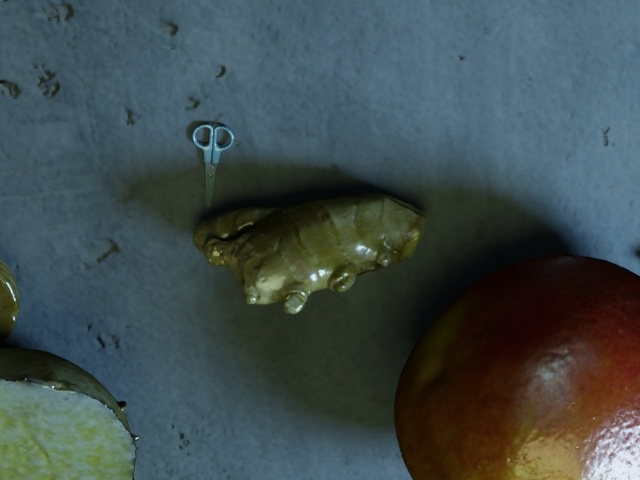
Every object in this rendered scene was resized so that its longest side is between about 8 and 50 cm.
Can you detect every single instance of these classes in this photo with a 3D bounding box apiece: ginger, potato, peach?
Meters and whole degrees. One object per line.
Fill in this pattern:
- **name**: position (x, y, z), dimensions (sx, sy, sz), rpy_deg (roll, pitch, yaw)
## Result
- **ginger**: position (-0.005, 0.007, 1.618), dimensions (0.206, 0.115, 0.081), rpy_deg (-7, 103, -3)
- **potato**: position (-0.289, 0.184, 1.701), dimensions (0.239, 0.116, 0.299), rpy_deg (8, 132, -17)
- **peach**: position (0.203, 0.151, 1.637), dimensions (0.281, 0.238, 0.280), rpy_deg (-4, 77, 16)

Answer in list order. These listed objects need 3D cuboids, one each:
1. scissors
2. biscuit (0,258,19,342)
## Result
- **scissors**: position (-0.095, -0.063, 1.636), dimensions (0.036, 0.006, 0.083), rpy_deg (5, 119, -3)
- **biscuit**: position (-0.375, -0.018, 1.624), dimensions (0.197, 0.049, 0.301), rpy_deg (-33, 116, 19)
